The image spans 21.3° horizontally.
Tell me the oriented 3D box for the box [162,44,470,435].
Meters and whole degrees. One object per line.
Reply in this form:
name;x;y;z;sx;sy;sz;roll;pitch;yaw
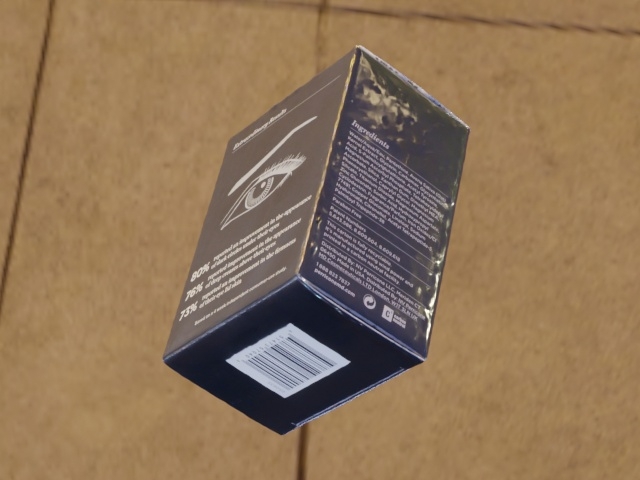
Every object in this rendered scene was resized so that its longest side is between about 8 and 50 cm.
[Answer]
box;0.000;0.000;1.129;0.108;0.153;0.207;34;49;-23
